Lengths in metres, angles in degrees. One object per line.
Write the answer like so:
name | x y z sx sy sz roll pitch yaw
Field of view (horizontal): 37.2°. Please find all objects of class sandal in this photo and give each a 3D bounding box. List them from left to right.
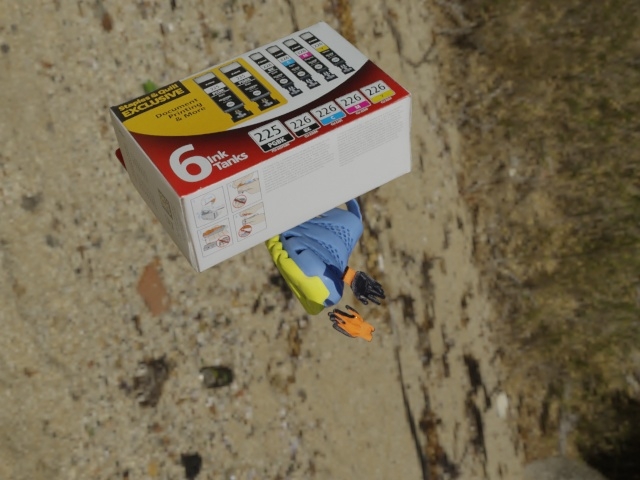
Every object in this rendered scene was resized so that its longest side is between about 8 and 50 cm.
sandal | 0.000 0.000 1.377 0.126 0.138 0.317 60 6 -21

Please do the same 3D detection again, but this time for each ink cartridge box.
ink cartridge box | -0.088 -0.143 1.194 0.272 0.309 0.130 47 -25 38

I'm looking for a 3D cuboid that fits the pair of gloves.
pair of gloves | 0.046 0.080 1.190 0.074 0.010 0.083 29 72 -32
